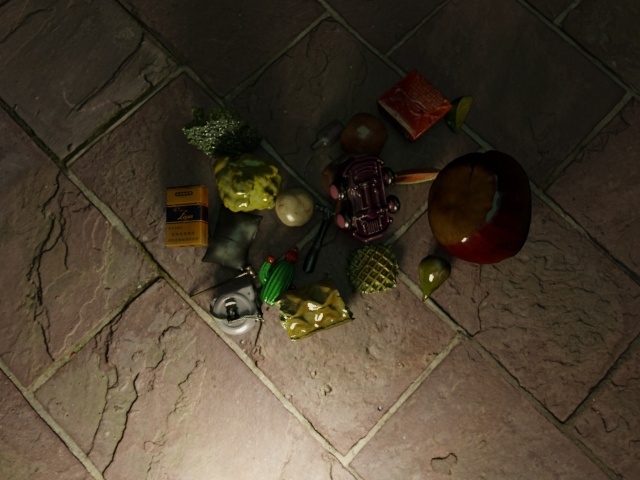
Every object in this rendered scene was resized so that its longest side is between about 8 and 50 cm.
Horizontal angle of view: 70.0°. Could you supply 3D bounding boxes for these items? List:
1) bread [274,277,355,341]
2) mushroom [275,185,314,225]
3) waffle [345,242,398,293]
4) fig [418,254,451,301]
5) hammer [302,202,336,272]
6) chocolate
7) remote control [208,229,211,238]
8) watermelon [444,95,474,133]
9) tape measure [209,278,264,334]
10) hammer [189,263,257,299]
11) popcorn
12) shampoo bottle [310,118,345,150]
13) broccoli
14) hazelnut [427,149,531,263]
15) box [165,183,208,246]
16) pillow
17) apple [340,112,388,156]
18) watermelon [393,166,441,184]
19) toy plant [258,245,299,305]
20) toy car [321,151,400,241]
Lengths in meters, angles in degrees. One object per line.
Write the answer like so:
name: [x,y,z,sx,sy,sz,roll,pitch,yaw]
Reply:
bread: [-0.024,0.256,1.700,0.252,0.196,0.238,-24,119,2]
mushroom: [-0.105,-0.134,1.827,0.166,0.127,0.166,2,86,-33]
waffle: [0.206,0.111,1.822,0.214,0.054,0.207,-7,75,0]
fig: [0.423,0.139,1.790,0.127,0.133,0.185,43,101,-1]
hammer: [0.000,0.000,1.849,0.137,0.037,0.289,19,78,4]
chocolate: [0.390,-0.562,1.940,0.235,0.108,0.237,-42,84,-9]
remote control: [-0.527,-0.096,1.855,0.098,0.038,0.233,-24,80,-2]
watermelon: [0.585,-0.559,1.980,0.092,0.075,0.181,32,77,-40]
tape measure: [-0.317,0.268,1.742,0.196,0.105,0.178,-24,84,1]
hammer: [-0.384,0.171,1.778,0.292,0.029,0.058,-24,113,10]
popcorn: [-0.282,-0.231,1.808,0.250,0.235,0.241,-2,79,-42]
shampoo bottle: [0.027,-0.441,1.938,0.165,0.040,0.080,-39,83,-9]
broccoli: [-0.395,-0.463,1.859,0.248,0.288,0.245,-27,60,31]
hazelnut: [0.597,-0.119,1.735,0.403,0.402,0.428,-3,77,-2]
box: [-0.521,-0.094,1.791,0.152,0.070,0.237,-3,83,12]
pillow: [-0.347,-0.009,1.805,0.186,0.106,0.249,15,82,5]
apple: [0.179,-0.419,1.864,0.174,0.188,0.188,28,79,1]
watermelon: [0.378,-0.268,1.872,0.245,0.119,0.063,-4,90,-2]
toy plant: [-0.166,0.137,1.784,0.155,0.088,0.240,5,89,-15]
toy car: [0.134,-0.177,1.800,0.271,0.240,0.340,-18,106,-26]
